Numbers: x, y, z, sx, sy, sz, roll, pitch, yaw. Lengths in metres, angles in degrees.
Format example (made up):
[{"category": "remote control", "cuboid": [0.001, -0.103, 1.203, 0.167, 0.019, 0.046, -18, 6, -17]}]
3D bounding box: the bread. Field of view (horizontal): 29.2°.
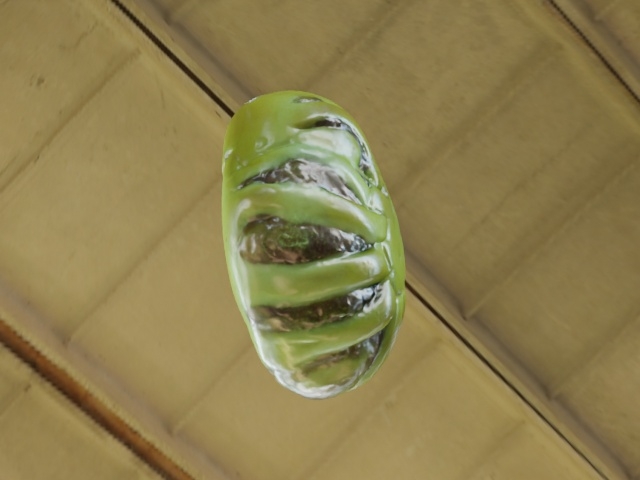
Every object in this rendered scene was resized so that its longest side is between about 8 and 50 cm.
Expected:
[{"category": "bread", "cuboid": [0.000, 0.000, 0.555, 0.071, 0.139, 0.130, -11, -64, 9]}]
